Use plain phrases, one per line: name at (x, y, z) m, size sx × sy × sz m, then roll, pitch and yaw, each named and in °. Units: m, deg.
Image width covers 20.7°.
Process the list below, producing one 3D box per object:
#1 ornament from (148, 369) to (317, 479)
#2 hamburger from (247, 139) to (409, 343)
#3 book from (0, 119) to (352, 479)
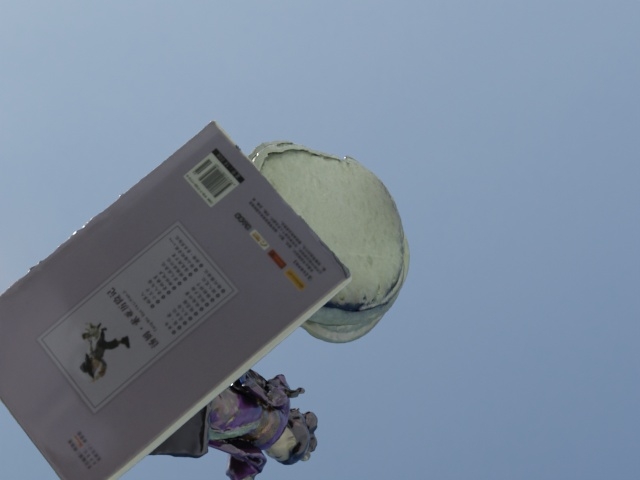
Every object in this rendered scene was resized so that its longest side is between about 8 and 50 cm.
ornament at (-0.052, 0.117, 1.080) m, size 0.088 × 0.203 × 0.081 m, roll -1°, pitch -111°, yaw 28°
hamburger at (0.000, 0.000, 1.206) m, size 0.140 × 0.062 × 0.133 m, roll 22°, pitch -119°, yaw -17°
book at (-0.088, 0.035, 0.901) m, size 0.182 × 0.014 × 0.127 m, roll -40°, pitch -118°, yaw -5°
